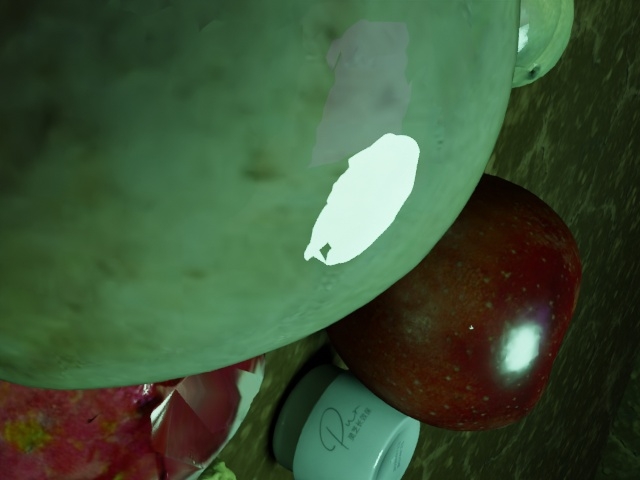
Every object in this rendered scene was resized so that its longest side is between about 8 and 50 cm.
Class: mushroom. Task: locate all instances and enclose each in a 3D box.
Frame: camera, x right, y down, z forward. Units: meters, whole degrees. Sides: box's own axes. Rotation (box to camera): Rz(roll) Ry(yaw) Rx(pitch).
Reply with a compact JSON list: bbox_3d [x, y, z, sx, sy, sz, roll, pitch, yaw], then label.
[{"bbox_3d":[-0.071,-0.098,0.496,0.290,0.297,0.298,-87,-163,-80],"label":"mushroom"}]

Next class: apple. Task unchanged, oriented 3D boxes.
[{"bbox_3d":[0.115,0.049,1.051,0.218,0.201,0.218,16,90,-70],"label":"apple"}]

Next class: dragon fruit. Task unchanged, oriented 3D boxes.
[{"bbox_3d":[-0.115,0.041,0.675,0.262,0.189,0.163,-57,-175,-28],"label":"dragon fruit"}]

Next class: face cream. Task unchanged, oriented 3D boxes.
[{"bbox_3d":[0.023,0.174,1.108,0.117,0.104,0.117,-44,147,-39],"label":"face cream"}]

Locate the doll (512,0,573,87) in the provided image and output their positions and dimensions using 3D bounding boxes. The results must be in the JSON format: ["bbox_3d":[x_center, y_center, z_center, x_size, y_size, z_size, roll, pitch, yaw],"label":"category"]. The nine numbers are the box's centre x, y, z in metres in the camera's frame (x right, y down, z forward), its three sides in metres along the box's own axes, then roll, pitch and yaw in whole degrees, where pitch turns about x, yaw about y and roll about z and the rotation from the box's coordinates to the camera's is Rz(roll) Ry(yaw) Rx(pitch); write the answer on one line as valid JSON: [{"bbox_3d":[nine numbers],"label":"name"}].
[{"bbox_3d":[0.046,-0.197,0.659,0.247,0.247,0.350,-34,149,-51],"label":"doll"}]

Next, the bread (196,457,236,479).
[{"bbox_3d":[-0.116,0.289,0.868,0.204,0.162,0.262,-29,124,-37],"label":"bread"}]
